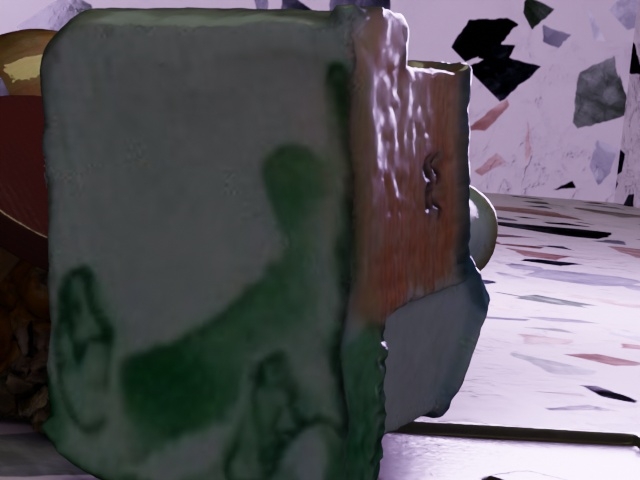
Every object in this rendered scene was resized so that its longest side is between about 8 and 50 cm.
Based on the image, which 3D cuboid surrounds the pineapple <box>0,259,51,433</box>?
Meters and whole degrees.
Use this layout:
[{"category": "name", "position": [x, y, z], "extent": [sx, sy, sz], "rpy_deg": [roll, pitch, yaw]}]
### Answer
[{"category": "pineapple", "position": [-0.162, 0.048, 1.233], "extent": [0.250, 0.139, 0.164], "rpy_deg": [11, 8, 20]}]

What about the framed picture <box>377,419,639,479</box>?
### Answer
[{"category": "framed picture", "position": [0.132, 0.146, 1.113], "extent": [0.240, 0.020, 0.324], "rpy_deg": [5, 6, -13]}]

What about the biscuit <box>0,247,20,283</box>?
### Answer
[{"category": "biscuit", "position": [-0.283, 0.027, 1.238], "extent": [0.221, 0.142, 0.029], "rpy_deg": [-27, -42, 10]}]

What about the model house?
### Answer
[{"category": "model house", "position": [0.000, 0.000, 1.144], "extent": [0.194, 0.267, 0.325], "rpy_deg": [3, 6, 26]}]

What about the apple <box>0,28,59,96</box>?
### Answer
[{"category": "apple", "position": [-0.298, -0.084, 1.961], "extent": [0.234, 0.257, 0.257], "rpy_deg": [-34, 27, -30]}]

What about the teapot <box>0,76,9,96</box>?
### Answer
[{"category": "teapot", "position": [-0.408, -0.055, 1.587], "extent": [0.300, 0.253, 0.344], "rpy_deg": [-18, 11, 0]}]

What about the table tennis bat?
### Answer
[{"category": "table tennis bat", "position": [-0.103, -0.029, 1.249], "extent": [0.310, 0.038, 0.200], "rpy_deg": [7, 33, -38]}]
